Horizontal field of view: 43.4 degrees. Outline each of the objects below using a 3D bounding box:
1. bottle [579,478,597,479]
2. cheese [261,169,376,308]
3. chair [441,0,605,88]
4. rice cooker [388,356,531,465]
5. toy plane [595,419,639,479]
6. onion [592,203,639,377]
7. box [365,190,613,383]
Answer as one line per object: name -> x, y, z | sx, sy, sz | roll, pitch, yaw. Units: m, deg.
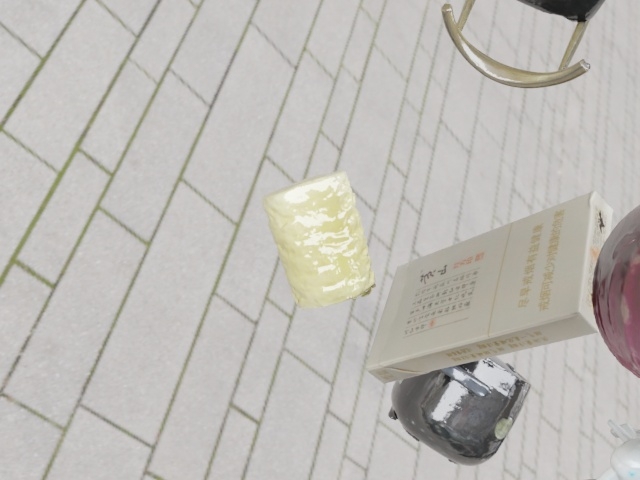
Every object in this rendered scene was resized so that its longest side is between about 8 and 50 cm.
bottle -> 0.635, 0.731, 1.815 | 0.171, 0.171, 0.352 | -7, 81, -50
cheese -> 0.000, 0.000, 1.073 | 0.094, 0.123, 0.167 | -97, 171, -80
chair -> 0.278, -0.338, 0.974 | 0.188, 0.166, 0.272 | 25, 66, 6
rice cooker -> 0.273, 0.312, 1.629 | 0.267, 0.267, 0.225 | 31, 96, -38
toy plane -> 0.392, 0.281, 0.859 | 0.252, 0.118, 0.252 | 38, 15, -12
onion -> 0.343, 0.059, 0.650 | 0.230, 0.256, 0.272 | 31, 69, 5
box -> 0.225, 0.074, 1.122 | 0.051, 0.365, 0.205 | 40, 50, -24
